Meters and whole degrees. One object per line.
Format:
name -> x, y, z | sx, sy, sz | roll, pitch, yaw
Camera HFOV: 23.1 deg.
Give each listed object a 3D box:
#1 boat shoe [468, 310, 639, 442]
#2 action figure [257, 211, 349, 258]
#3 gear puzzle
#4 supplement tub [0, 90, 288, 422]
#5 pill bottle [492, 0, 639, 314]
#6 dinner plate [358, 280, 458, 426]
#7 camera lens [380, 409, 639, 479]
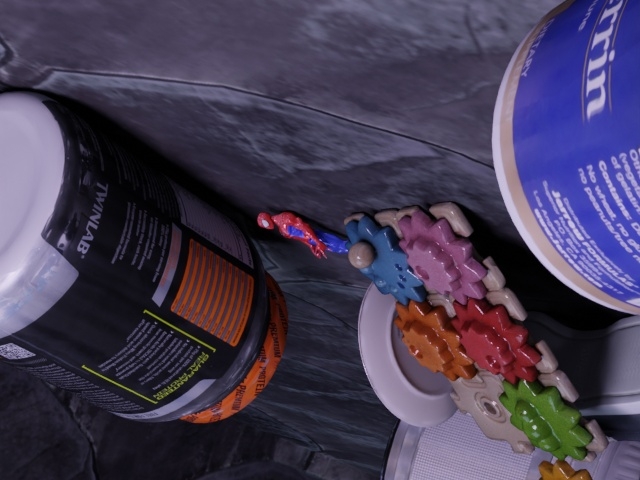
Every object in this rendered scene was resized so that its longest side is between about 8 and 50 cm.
boat shoe -> 0.227, 0.125, 1.334 | 0.091, 0.114, 0.302 | 34, 162, -28
action figure -> 0.000, 0.000, 1.347 | 0.115, 0.030, 0.038 | 23, 171, -5
gear puzzle -> 0.133, 0.119, 1.253 | 0.339, 0.044, 0.175 | 56, 154, -16
supplement tub -> -0.186, 0.031, 1.344 | 0.207, 0.207, 0.338 | 9, 162, 38
pill bottle -> 0.184, -0.056, 0.587 | 0.153, 0.153, 0.264 | 23, 166, -15
dinner plate -> 0.087, 0.089, 1.345 | 0.141, 0.141, 0.017 | 29, 147, -34
camera lens -> 0.216, 0.262, 1.659 | 0.274, 0.219, 0.219 | 13, 165, 27
